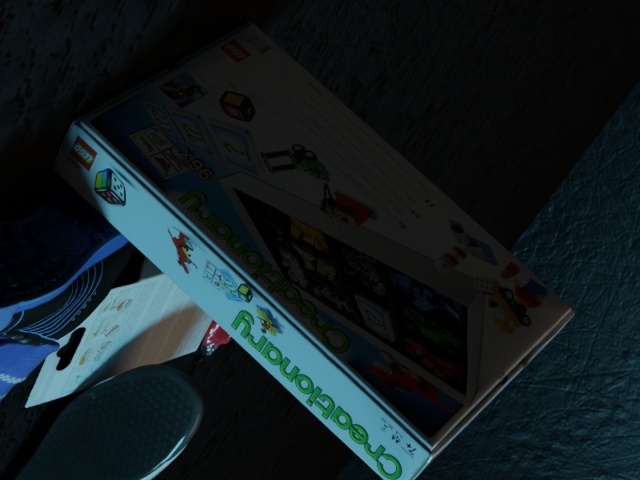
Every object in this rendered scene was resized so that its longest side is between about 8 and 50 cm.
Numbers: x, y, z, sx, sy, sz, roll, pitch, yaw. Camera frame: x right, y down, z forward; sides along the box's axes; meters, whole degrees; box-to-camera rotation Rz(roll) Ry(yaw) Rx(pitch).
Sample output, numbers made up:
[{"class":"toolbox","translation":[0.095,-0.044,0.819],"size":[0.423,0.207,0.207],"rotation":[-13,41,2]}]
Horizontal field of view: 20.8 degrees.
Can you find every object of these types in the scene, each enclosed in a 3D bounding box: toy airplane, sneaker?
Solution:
[{"class":"toy airplane","translation":[-0.076,0.061,1.692],"size":[0.151,0.028,0.151],"rotation":[-48,169,-12]},{"class":"sneaker","translation":[-0.188,0.032,1.089],"size":[0.232,0.081,0.090],"rotation":[-31,150,-60]},{"class":"sneaker","translation":[-0.177,0.179,1.494],"size":[0.270,0.090,0.145],"rotation":[-43,172,24]}]

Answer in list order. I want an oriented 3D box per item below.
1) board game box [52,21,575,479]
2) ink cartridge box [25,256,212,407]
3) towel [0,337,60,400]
[{"class":"board game box","translation":[0.000,0.000,1.136],"size":[0.193,0.305,0.053],"rotation":[-37,165,-46]},{"class":"ink cartridge box","translation":[-0.156,0.057,1.417],"size":[0.179,0.045,0.145],"rotation":[-15,147,-39]},{"class":"towel","translation":[-0.322,0.183,1.161],"size":[0.336,0.040,0.243],"rotation":[-53,167,11]}]
